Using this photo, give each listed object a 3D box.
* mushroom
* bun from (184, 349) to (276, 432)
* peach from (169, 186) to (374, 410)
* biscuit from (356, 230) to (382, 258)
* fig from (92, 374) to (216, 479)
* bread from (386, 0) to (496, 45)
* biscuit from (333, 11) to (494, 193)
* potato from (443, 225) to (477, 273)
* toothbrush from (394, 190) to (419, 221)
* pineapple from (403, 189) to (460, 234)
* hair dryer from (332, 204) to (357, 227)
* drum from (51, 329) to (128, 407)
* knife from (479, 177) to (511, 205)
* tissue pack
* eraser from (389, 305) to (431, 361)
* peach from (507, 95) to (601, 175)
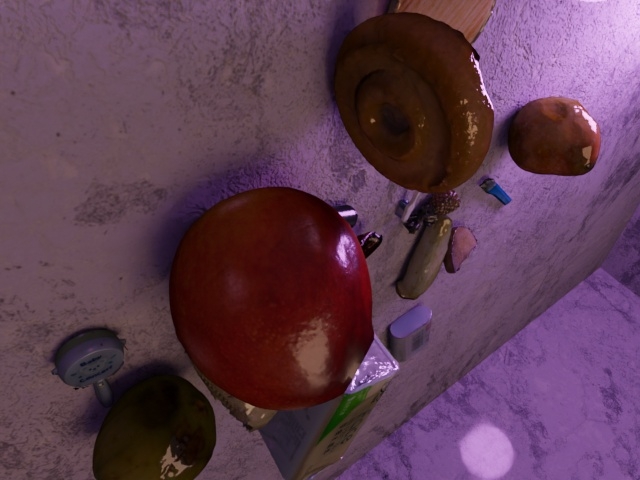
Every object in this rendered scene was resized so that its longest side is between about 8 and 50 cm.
[{"bbox_3d":[0.320,0.052,1.516,0.107,0.087,0.333,-14,136,-36],"label":"mushroom"},{"bbox_3d":[-0.171,0.286,1.112,0.152,0.259,0.259,-40,150,-27],"label":"bun"},{"bbox_3d":[-0.074,0.110,0.892,0.388,0.388,0.388,-28,146,-21],"label":"peach"},{"bbox_3d":[0.042,0.044,1.185,0.235,0.063,0.151,-26,167,-48],"label":"biscuit"},{"bbox_3d":[-0.364,0.426,1.088,0.271,0.239,0.239,-29,148,4],"label":"fig"},{"bbox_3d":[0.211,-0.405,0.887,0.267,0.040,0.267,-28,146,-21],"label":"bread"},{"bbox_3d":[0.131,-0.204,0.802,0.102,0.296,0.296,-37,149,-23],"label":"biscuit"},{"bbox_3d":[0.400,0.024,1.564,0.172,0.089,0.101,-45,110,-35],"label":"potato"},{"bbox_3d":[0.258,-0.199,1.187,0.040,0.040,0.386,-15,139,-37],"label":"toothbrush"},{"bbox_3d":[0.291,-0.077,1.346,0.159,0.074,0.074,-36,148,0],"label":"pineapple"},{"bbox_3d":[0.000,0.000,1.148,0.100,0.057,0.198,-8,143,-42],"label":"hair dryer"},{"bbox_3d":[-0.448,0.267,0.973,0.130,0.049,0.253,-13,141,-41],"label":"drum"},{"bbox_3d":[0.548,-0.149,1.578,0.044,0.026,0.296,-48,150,15],"label":"knife"},{"bbox_3d":[-0.026,0.333,1.239,0.205,0.332,0.405,-11,137,-38],"label":"tissue pack"},{"bbox_3d":[0.335,0.353,1.894,0.174,0.081,0.227,-30,147,-12],"label":"eraser"},{"bbox_3d":[0.611,-0.259,1.319,0.214,0.235,0.214,-20,134,-22],"label":"peach"}]
